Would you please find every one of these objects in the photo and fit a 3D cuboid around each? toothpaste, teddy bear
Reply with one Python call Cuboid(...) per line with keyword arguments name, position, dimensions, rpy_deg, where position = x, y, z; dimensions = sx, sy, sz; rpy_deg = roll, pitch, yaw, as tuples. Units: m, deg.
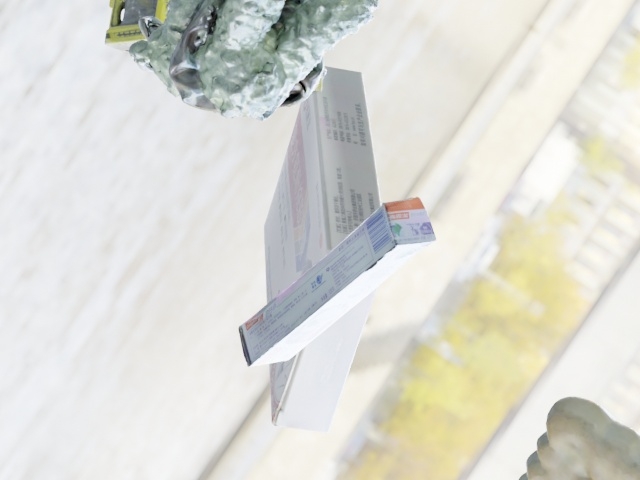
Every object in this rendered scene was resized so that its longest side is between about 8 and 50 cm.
Cuboid(name="toothpaste", position=(0.008, 0.034, 1.467), dimensions=(0.047, 0.040, 0.196), rpy_deg=(-6, 154, -43))
Cuboid(name="teddy bear", position=(-0.059, -0.126, 1.359), dimensions=(0.213, 0.133, 0.111), rpy_deg=(-20, -127, 52))

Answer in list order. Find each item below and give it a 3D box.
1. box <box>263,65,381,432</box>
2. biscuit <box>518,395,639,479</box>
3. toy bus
Cuboid(name="box", position=(0.000, 0.000, 1.955), dimensions=(0.353, 0.069, 0.214), rpy_deg=(-97, -159, -55))
Cuboid(name="biscuit", position=(0.186, 0.263, 1.242), dimensions=(0.044, 0.217, 0.325), rpy_deg=(-28, 146, -43))
Cuboid(name="toy bus", position=(-0.092, -0.181, 1.803), dimensions=(0.226, 0.081, 0.074), rpy_deg=(14, 80, -46))
